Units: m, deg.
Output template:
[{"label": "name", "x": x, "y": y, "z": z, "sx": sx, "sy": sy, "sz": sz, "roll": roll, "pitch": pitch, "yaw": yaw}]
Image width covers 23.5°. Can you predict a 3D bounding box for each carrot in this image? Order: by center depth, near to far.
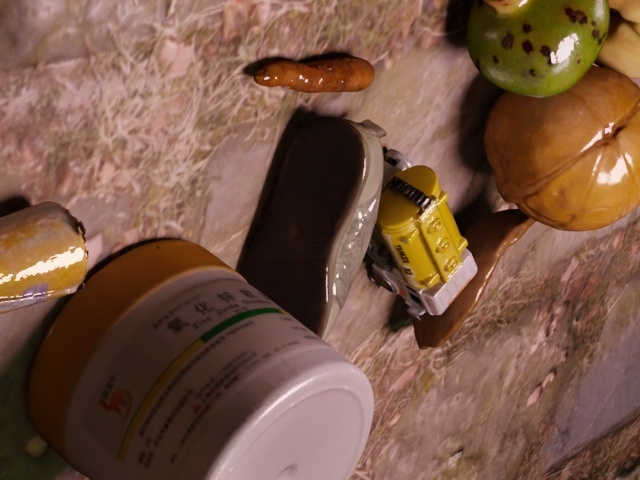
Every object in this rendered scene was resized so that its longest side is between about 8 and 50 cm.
[{"label": "carrot", "x": -0.007, "y": -0.154, "z": 1.447, "sx": 0.165, "sy": 0.035, "sz": 0.036, "roll": -10, "pitch": 128, "yaw": -47}]

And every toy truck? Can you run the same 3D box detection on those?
[{"label": "toy truck", "x": 0.100, "y": -0.002, "z": 1.662, "sx": 0.098, "sy": 0.114, "sz": 0.227, "roll": -48, "pitch": 149, "yaw": -12}]

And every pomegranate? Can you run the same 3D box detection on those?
[{"label": "pomegranate", "x": 0.201, "y": -0.241, "z": 1.571, "sx": 0.220, "sy": 0.156, "sz": 0.156, "roll": 34, "pitch": 91, "yaw": -28}]

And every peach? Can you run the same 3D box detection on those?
[{"label": "peach", "x": 0.354, "y": -0.275, "z": 1.697, "sx": 0.184, "sy": 0.184, "sz": 0.184, "roll": -35, "pitch": 144, "yaw": -30}]

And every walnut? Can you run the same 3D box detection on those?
[{"label": "walnut", "x": 0.275, "y": -0.103, "z": 1.708, "sx": 0.193, "sy": 0.225, "sz": 0.193, "roll": -1, "pitch": 92, "yaw": -20}]

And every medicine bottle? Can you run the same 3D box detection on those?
[{"label": "medicine bottle", "x": -0.107, "y": 0.153, "z": 1.412, "sx": 0.238, "sy": 0.232, "sz": 0.238, "roll": -35, "pitch": 144, "yaw": -31}]

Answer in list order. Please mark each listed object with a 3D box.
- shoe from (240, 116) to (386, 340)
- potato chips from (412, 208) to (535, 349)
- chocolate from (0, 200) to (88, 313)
[{"label": "shoe", "x": 0.000, "y": 0.000, "z": 1.546, "sx": 0.098, "sy": 0.103, "sz": 0.275, "roll": -24, "pitch": 139, "yaw": -58}, {"label": "potato chips", "x": 0.172, "y": 0.034, "z": 1.821, "sx": 0.208, "sy": 0.062, "sz": 0.195, "roll": -53, "pitch": 178, "yaw": 31}, {"label": "chocolate", "x": -0.290, "y": 0.034, "z": 1.206, "sx": 0.219, "sy": 0.085, "sz": 0.086, "roll": -21, "pitch": 136, "yaw": -37}]
